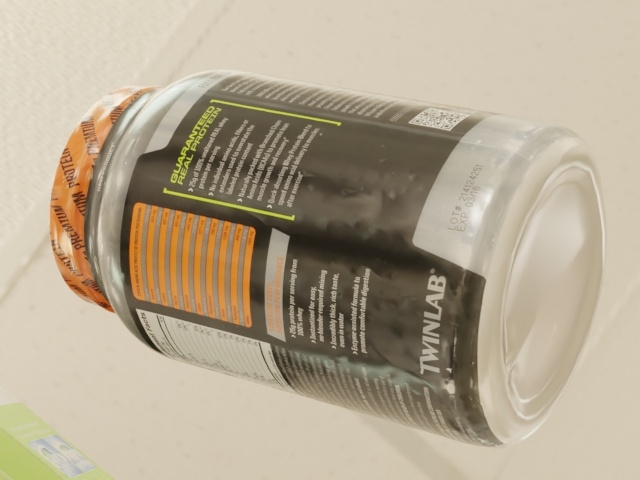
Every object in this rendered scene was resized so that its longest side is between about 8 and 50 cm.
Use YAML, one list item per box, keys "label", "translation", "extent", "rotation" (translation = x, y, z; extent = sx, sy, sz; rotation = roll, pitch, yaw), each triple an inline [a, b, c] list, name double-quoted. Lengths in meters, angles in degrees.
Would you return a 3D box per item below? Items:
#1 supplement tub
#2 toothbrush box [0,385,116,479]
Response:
- label: "supplement tub"
  translation: [0.000, 0.000, 0.940]
  extent: [0.193, 0.316, 0.194]
  rotation: [-32, -52, -51]
- label: "toothbrush box"
  translation: [-0.257, 0.264, 1.226]
  extent: [0.283, 0.122, 0.206]
  rotation: [37, -89, 4]
